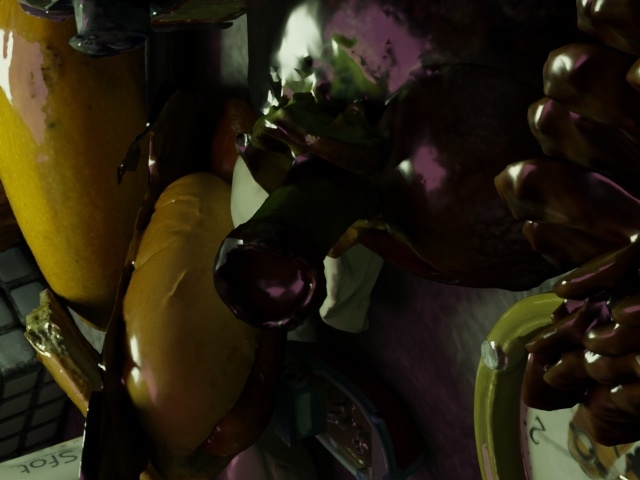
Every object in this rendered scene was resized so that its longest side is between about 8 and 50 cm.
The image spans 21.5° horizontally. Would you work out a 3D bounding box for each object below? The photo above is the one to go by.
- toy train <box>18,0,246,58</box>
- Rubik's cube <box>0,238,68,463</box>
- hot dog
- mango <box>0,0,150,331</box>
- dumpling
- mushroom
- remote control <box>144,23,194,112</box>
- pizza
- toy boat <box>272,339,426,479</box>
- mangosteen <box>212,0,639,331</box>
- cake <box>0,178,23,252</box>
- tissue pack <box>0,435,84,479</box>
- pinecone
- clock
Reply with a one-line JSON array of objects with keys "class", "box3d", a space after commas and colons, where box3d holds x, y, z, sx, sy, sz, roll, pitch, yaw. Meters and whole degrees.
[{"class": "toy train", "box3d": [-0.114, -0.242, 1.030, 0.134, 0.178, 0.260, 171, 93, -67]}, {"class": "Rubik's cube", "box3d": [-0.407, 0.114, 1.724, 0.237, 0.238, 0.237, 58, 150, 21]}, {"class": "hot dog", "box3d": [-0.075, 0.034, 1.152, 0.194, 0.107, 0.326, 69, -154, -73]}, {"class": "mango", "box3d": [-0.187, -0.075, 1.332, 0.187, 0.144, 0.359, -128, 23, -61]}, {"class": "dumpling", "box3d": [0.000, 0.001, 1.093, 0.169, 0.100, 0.134, 27, 142, 54]}, {"class": "mushroom", "box3d": [-0.045, 0.209, 1.304, 0.097, 0.088, 0.212, -130, 27, -51]}, {"class": "remote control", "box3d": [-0.110, -0.205, 1.206, 0.025, 0.063, 0.245, 13, 126, 14]}, {"class": "pizza", "box3d": [-0.179, 0.108, 1.305, 0.181, 0.034, 0.262, 54, 175, -35]}, {"class": "toy boat", "box3d": [0.011, 0.126, 1.183, 0.173, 0.059, 0.069, 35, 135, 48]}, {"class": "mangosteen", "box3d": [0.044, -0.071, 0.777, 0.231, 0.289, 0.231, 28, 135, 32]}, {"class": "cake", "box3d": [-0.396, -0.120, 1.524, 0.282, 0.256, 0.290, -33, 70, 61]}, {"class": "tissue pack", "box3d": [-0.226, 0.277, 1.524, 0.090, 0.222, 0.186, -148, 47, -64]}, {"class": "pinecone", "box3d": [0.194, -0.031, 0.594, 0.264, 0.264, 0.264, 38, 137, 46]}, {"class": "clock", "box3d": [0.168, 0.134, 0.919, 0.237, 0.057, 0.237, 39, 137, 48]}]
